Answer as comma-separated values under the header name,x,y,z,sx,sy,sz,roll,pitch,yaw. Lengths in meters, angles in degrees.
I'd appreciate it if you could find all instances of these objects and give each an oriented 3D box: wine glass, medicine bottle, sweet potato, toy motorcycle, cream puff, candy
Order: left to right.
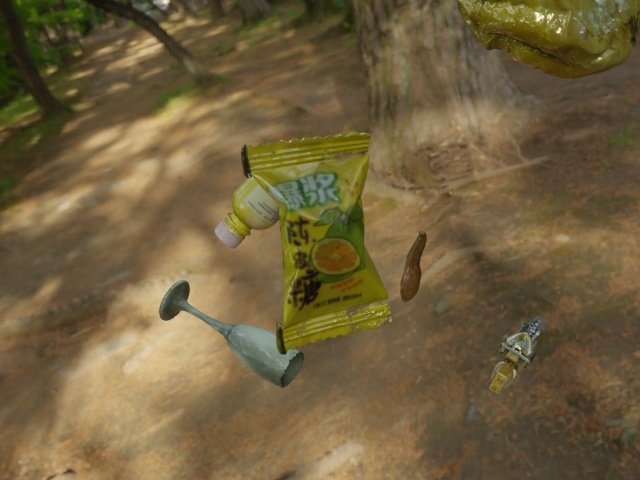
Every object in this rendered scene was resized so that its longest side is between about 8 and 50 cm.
name,x,y,z,sx,sy,sz,roll,pitch,yaw
wine glass,-0.177,0.238,1.667,0.309,0.264,0.096,27,62,19
medicine bottle,-0.152,-0.077,1.804,0.212,0.122,0.122,-45,17,12
candy,0.000,0.000,1.076,0.187,0.297,0.081,-13,18,-19
sweet potato,0.232,0.059,1.918,0.050,0.214,0.050,6,31,-4
toy motorcycle,0.496,0.301,2.008,0.094,0.229,0.130,32,27,17
cream puff,0.395,-0.429,1.383,0.324,0.291,0.257,-22,14,-37
